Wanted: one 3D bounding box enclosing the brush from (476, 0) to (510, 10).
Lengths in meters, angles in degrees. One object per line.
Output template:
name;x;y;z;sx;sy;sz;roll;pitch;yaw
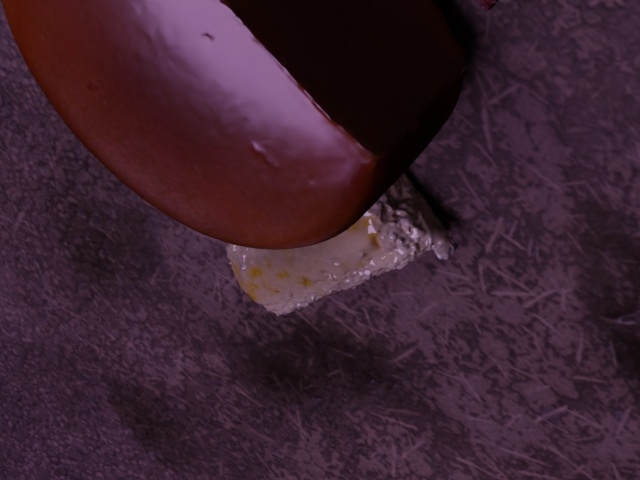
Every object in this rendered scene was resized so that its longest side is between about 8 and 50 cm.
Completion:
brush;0.185;-0.262;1.189;0.060;0.050;0.321;46;142;1

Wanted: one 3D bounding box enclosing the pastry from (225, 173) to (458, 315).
pastry;-0.002;-0.006;1.576;0.258;0.089;0.121;-19;100;46

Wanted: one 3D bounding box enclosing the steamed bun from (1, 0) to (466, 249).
steamed bun;-0.087;-0.170;1.359;0.379;0.235;0.248;47;137;-8
